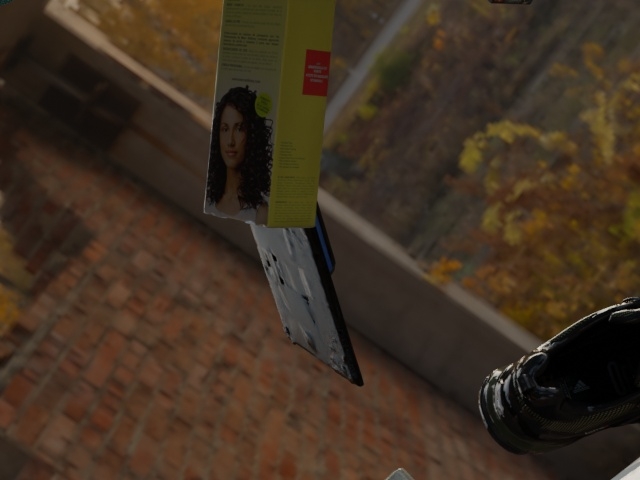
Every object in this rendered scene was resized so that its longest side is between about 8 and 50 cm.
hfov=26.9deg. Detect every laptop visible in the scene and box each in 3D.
[{"bbox_3d":[0.000,0.000,1.538,0.136,0.234,0.264,-28,28,-21],"label":"laptop"}]

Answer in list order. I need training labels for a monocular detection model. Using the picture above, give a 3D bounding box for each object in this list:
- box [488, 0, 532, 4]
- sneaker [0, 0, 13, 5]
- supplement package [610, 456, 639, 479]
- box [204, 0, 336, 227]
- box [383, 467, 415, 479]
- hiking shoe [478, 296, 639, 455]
[{"bbox_3d":[0.289,-0.383,1.826,0.094,0.027,0.137,-8,-38,-44],"label":"box"},{"bbox_3d":[-0.413,-0.403,1.570,0.107,0.109,0.275,-105,13,-61],"label":"sneaker"},{"bbox_3d":[0.382,0.251,1.056,0.199,0.198,0.262,-35,7,-11],"label":"supplement package"},{"bbox_3d":[-0.039,-0.130,1.085,0.087,0.058,0.232,11,98,45],"label":"box"},{"bbox_3d":[0.110,0.290,0.894,0.113,0.275,0.094,-41,-15,-5],"label":"box"},{"bbox_3d":[0.220,0.078,0.869,0.226,0.086,0.114,-20,-14,-14],"label":"hiking shoe"}]
